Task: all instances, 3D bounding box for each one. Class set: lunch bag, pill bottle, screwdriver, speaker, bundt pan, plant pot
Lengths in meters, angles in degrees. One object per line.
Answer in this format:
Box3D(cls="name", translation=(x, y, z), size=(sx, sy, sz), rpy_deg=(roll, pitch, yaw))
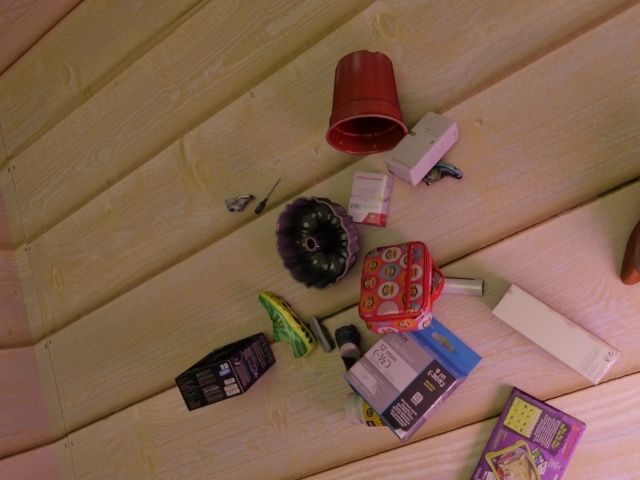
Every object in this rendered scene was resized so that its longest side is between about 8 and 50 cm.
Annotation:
Box3D(cls="lunch bag", translation=(0.259, 0.145, 1.443), size=(0.257, 0.120, 0.293), rpy_deg=(-10, 46, 24))
Box3D(cls="pill bottle", translation=(0.196, 0.542, 1.491), size=(0.208, 0.119, 0.119), rpy_deg=(-12, 80, 23))
Box3D(cls="screwdriver", translation=(-0.204, -0.174, 1.807), size=(0.025, 0.024, 0.170), rpy_deg=(40, 95, -7))
Box3D(cls="speaker", translation=(0.448, 0.146, 1.454), size=(0.136, 0.055, 0.055), rpy_deg=(2, 85, 25))
Box3D(cls="bundt pan", translation=(0.000, 0.000, 1.600), size=(0.330, 0.124, 0.331), rpy_deg=(10, 108, 35))
Box3D(cls="plant pot", translation=(0.152, -0.473, 1.554), size=(0.272, 0.272, 0.266), rpy_deg=(-7, 74, 24))

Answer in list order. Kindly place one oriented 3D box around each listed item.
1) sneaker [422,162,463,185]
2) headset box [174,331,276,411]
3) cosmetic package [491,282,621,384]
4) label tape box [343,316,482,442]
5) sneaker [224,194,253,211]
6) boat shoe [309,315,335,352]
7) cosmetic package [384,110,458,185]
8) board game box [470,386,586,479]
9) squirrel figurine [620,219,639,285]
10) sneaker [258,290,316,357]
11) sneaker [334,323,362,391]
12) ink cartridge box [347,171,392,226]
Box3D(cls="sneaker", translation=(0.380, -0.220, 1.525), size=(0.188, 0.067, 0.078), rpy_deg=(8, 100, 28))
Box3D(cls="headset box", translation=(-0.331, 0.464, 1.658), size=(0.246, 0.283, 0.131), rpy_deg=(-23, 91, 21))
Box3D(cls="cosmetic package", translation=(0.652, 0.253, 1.295), size=(0.309, 0.160, 0.113), rpy_deg=(37, 99, 22))
Box3D(cls="label tape box", translation=(0.281, 0.389, 1.395), size=(0.347, 0.115, 0.249), rpy_deg=(-44, 58, -7))
Box3D(cls="sneaker", translation=(-0.321, -0.149, 1.843), size=(0.135, 0.052, 0.058), rpy_deg=(-15, 88, 30))
Box3D(cls="boat shoe", translation=(0.006, 0.333, 1.643), size=(0.142, 0.040, 0.049), rpy_deg=(61, 146, 16))
Box3D(cls="cosmetic package", translation=(0.330, -0.301, 1.492), size=(0.231, 0.085, 0.117), rpy_deg=(-47, 53, -10))
Box3D(cls="board game box", translation=(0.596, 0.637, 1.341), size=(0.208, 0.056, 0.347), rpy_deg=(26, 96, 29))
Box3D(cls="squirrel figurine", translation=(0.999, -0.006, 1.110), size=(0.369, 0.281, 0.398), rpy_deg=(9, 91, 18))
Box3D(cls="sneaker", translation=(-0.143, 0.305, 1.675), size=(0.123, 0.109, 0.295), rpy_deg=(-46, 69, 9))
Box3D(cls="sneaker", translation=(0.112, 0.394, 1.569), size=(0.086, 0.163, 0.227), rpy_deg=(-17, 118, 0))
Box3D(cls="ink cartridge box", translation=(0.172, -0.144, 1.599), size=(0.127, 0.072, 0.175), rpy_deg=(9, 89, 26))
